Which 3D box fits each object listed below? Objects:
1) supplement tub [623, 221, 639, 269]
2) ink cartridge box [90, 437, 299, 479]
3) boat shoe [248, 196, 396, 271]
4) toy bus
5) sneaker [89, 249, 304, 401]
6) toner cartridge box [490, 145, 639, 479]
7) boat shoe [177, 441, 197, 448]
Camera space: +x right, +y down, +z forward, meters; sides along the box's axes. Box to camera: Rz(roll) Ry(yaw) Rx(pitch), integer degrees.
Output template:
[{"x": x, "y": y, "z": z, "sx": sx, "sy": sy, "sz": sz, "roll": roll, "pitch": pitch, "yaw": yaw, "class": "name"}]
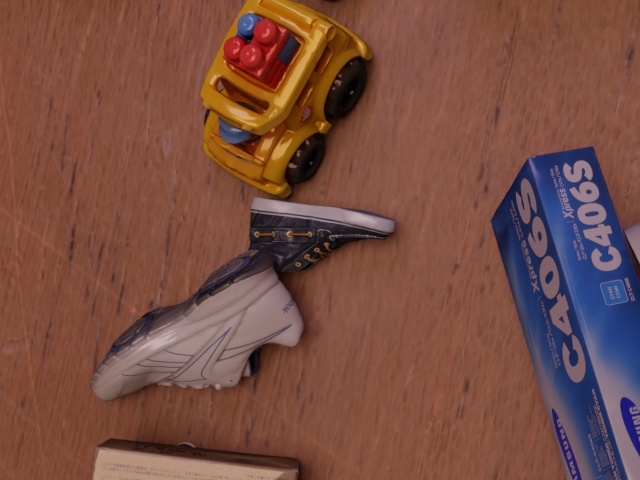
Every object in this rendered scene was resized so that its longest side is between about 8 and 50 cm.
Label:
[{"x": 0.477, "y": 0.011, "z": 1.032, "sx": 0.316, "sy": 0.228, "sz": 0.228, "roll": -25, "pitch": 78, "yaw": 14, "class": "supplement tub"}, {"x": -0.149, "y": 0.338, "z": 1.240, "sx": 0.234, "sy": 0.088, "sz": 0.193, "roll": 7, "pitch": 88, "yaw": 0, "class": "ink cartridge box"}, {"x": 0.000, "y": 0.000, "z": 1.273, "sx": 0.183, "sy": 0.065, "sz": 0.083, "roll": 8, "pitch": 93, "yaw": 23, "class": "boat shoe"}, {"x": -0.063, "y": -0.174, "z": 1.228, "sx": 0.149, "sy": 0.211, "sz": 0.220, "roll": 31, "pitch": 96, "yaw": 16, "class": "toy bus"}, {"x": -0.151, "y": 0.131, "z": 1.281, "sx": 0.297, "sy": 0.111, "sz": 0.129, "roll": -29, "pitch": 105, "yaw": 25, "class": "sneaker"}, {"x": 0.267, "y": 0.098, "z": 1.084, "sx": 0.075, "sy": 0.165, "sz": 0.348, "roll": -10, "pitch": 68, "yaw": -8, "class": "toner cartridge box"}, {"x": -0.171, "y": 0.308, "z": 1.305, "sx": 0.046, "sy": 0.038, "sz": 0.125, "roll": 6, "pitch": 87, "yaw": 18, "class": "boat shoe"}]
